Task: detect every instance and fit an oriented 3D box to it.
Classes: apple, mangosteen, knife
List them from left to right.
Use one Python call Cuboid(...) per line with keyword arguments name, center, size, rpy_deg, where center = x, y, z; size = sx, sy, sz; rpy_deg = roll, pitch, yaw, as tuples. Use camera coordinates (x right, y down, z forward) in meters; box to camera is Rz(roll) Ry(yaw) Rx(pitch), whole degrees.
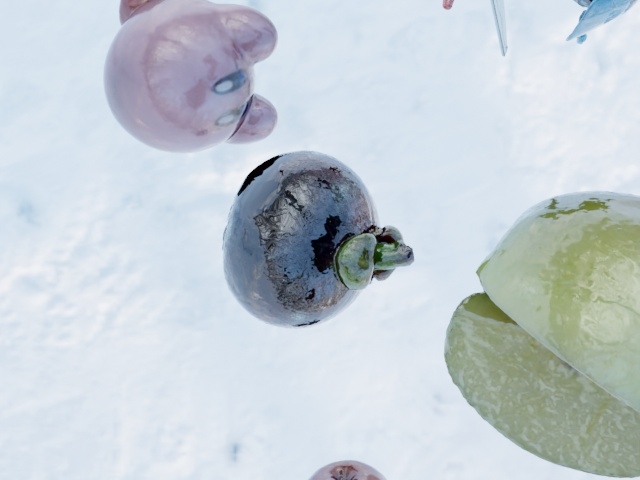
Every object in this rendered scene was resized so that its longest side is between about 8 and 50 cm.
Cuboid(name="mangosteen", center=(-0.009, -0.001, 1.611), size=(0.216, 0.216, 0.216), rpy_deg=(7, 79, -42))
Cuboid(name="apple", center=(0.038, 0.389, 2.000), size=(0.153, 0.153, 0.120), rpy_deg=(-23, 113, -42))
Cuboid(name="knife", center=(0.232, -0.378, 1.881), size=(0.331, 0.044, 0.080), rpy_deg=(62, 32, -57))
Cuboid(name="apple", center=(0.276, 0.076, 1.300), size=(0.258, 0.295, 0.233), rpy_deg=(34, 68, 10))

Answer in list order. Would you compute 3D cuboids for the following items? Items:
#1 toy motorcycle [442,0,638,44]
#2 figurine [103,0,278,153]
Cuboid(name="toy motorcycle", center=(0.247, -0.318, 1.508), size=(0.272, 0.123, 0.182), rpy_deg=(17, 65, -5))
Cuboid(name="figurine", center=(-0.212, -0.233, 1.940), size=(0.211, 0.261, 0.269), rpy_deg=(-32, 137, -42))
